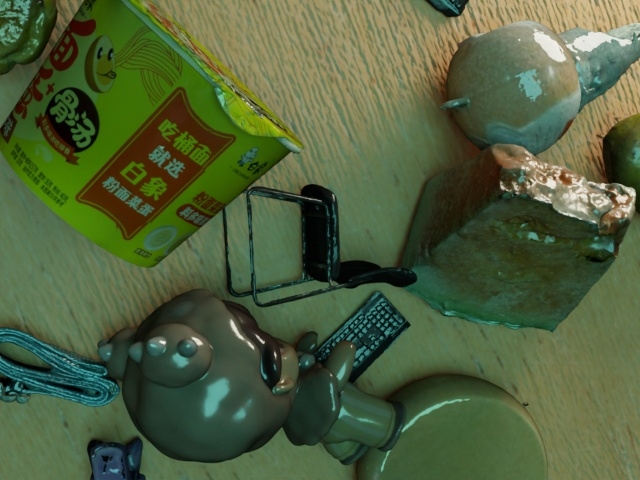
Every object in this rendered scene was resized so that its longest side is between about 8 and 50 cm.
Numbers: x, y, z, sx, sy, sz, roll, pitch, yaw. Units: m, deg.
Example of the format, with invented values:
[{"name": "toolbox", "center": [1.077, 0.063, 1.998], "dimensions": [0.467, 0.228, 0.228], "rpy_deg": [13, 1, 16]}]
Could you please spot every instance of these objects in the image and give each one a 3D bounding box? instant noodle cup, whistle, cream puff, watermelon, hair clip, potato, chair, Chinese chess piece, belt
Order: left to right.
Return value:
[{"name": "cream puff", "center": [-0.386, -0.282, 1.054], "dimensions": [0.189, 0.129, 0.189], "rpy_deg": [-4, 108, -13]}, {"name": "belt", "center": [-0.343, 0.175, 1.161], "dimensions": [0.179, 0.065, 0.100], "rpy_deg": [22, 82, -15]}, {"name": "hair clip", "center": [-0.250, 0.374, 1.203], "dimensions": [0.137, 0.090, 0.278], "rpy_deg": [-4, 103, -9]}, {"name": "instant noodle cup", "center": [-0.199, -0.125, 1.048], "dimensions": [0.311, 0.311, 0.221], "rpy_deg": [40, 97, -16]}, {"name": "chair", "center": [0.000, 0.000, 1.185], "dimensions": [0.221, 0.140, 0.145], "rpy_deg": [-3, 94, -18]}, {"name": "Chinese chess piece", "center": [0.182, 0.318, 1.291], "dimensions": [0.273, 0.102, 0.273], "rpy_deg": [-2, 98, -12]}, {"name": "watermelon", "center": [0.272, -0.018, 1.226], "dimensions": [0.264, 0.302, 0.151], "rpy_deg": [15, 56, -15]}, {"name": "whistle", "center": [0.305, -0.207, 1.221], "dimensions": [0.348, 0.189, 0.189], "rpy_deg": [-20, 102, -23]}, {"name": "potato", "center": [0.500, -0.093, 1.312], "dimensions": [0.251, 0.113, 0.149], "rpy_deg": [26, 98, -7]}]

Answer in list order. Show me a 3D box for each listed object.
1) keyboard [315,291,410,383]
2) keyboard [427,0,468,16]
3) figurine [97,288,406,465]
[{"name": "keyboard", "center": [0.034, 0.161, 1.275], "dimensions": [0.196, 0.015, 0.074], "rpy_deg": [-44, 102, -2]}, {"name": "keyboard", "center": [0.112, -0.410, 1.218], "dimensions": [0.262, 0.016, 0.106], "rpy_deg": [39, 87, -16]}, {"name": "figurine", "center": [-0.082, 0.190, 1.156], "dimensions": [0.381, 0.248, 0.203], "rpy_deg": [22, 78, -25]}]
